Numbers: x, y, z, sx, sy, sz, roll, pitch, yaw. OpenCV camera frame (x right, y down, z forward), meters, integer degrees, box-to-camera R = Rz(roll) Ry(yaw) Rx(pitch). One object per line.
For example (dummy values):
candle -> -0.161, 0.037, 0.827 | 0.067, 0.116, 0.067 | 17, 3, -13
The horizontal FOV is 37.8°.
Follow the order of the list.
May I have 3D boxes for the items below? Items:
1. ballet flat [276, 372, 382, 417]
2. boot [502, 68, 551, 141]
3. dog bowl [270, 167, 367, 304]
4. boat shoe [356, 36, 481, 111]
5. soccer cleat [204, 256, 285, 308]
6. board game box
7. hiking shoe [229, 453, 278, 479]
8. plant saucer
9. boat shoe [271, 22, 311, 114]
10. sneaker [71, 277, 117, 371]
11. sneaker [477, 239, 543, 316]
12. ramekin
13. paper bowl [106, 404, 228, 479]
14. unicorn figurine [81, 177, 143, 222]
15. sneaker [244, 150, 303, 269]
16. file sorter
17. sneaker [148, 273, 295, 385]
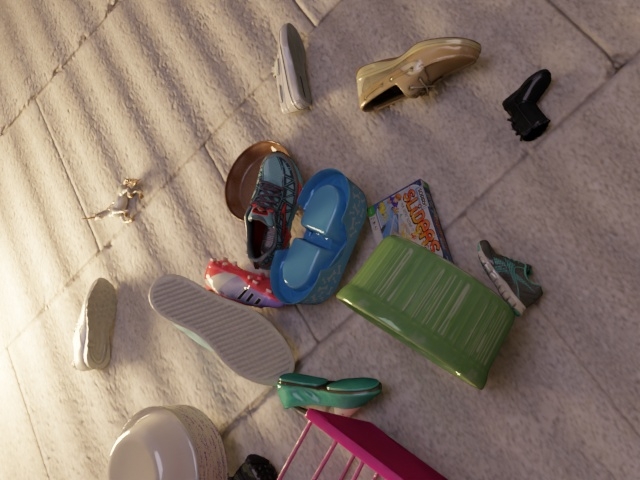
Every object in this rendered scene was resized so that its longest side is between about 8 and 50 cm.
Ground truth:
ballet flat -> 0.022, 0.312, 1.845 | 0.247, 0.083, 0.087 | -2, 100, 36
boot -> 0.408, -0.255, 1.783 | 0.121, 0.045, 0.099 | -41, 51, 26
dog bowl -> 0.000, 0.000, 1.951 | 0.166, 0.074, 0.297 | 23, 91, 51
boat shoe -> 0.201, -0.338, 1.935 | 0.302, 0.109, 0.098 | -11, 72, 39
soccer cleat -> -0.164, 0.112, 2.058 | 0.248, 0.083, 0.095 | 23, 109, 38
board game box -> 0.178, -0.006, 1.866 | 0.136, 0.035, 0.201 | -30, 57, 24
hiking shoe -> -0.120, 0.547, 1.861 | 0.114, 0.086, 0.227 | -48, 44, 28
plant saucer -> -0.135, -0.132, 2.147 | 0.199, 0.036, 0.198 | -13, 66, 32
boat shoe -> -0.081, -0.401, 2.177 | 0.076, 0.083, 0.226 | -21, 62, 28
sneaker -> -0.571, 0.206, 2.315 | 0.095, 0.090, 0.235 | -12, 65, 43
sneaker -> 0.348, 0.059, 1.710 | 0.076, 0.065, 0.166 | -31, 59, 4
ramekin -> 0.192, 0.119, 1.646 | 0.303, 0.303, 0.148 | 29, 84, 40
paper bowl -> -0.336, 0.489, 1.955 | 0.284, 0.148, 0.284 | -6, 80, 40
unicorn figurine -> -0.521, -0.090, 2.411 | 0.111, 0.060, 0.162 | 19, 69, 40
sneaker -> -0.105, -0.064, 2.010 | 0.104, 0.125, 0.261 | 6, 91, 14
file sorter -> 0.092, 0.458, 1.647 | 0.291, 0.202, 0.182 | 30, 93, 40
sneaker -> -0.196, 0.192, 2.024 | 0.366, 0.150, 0.135 | 35, 85, 17
